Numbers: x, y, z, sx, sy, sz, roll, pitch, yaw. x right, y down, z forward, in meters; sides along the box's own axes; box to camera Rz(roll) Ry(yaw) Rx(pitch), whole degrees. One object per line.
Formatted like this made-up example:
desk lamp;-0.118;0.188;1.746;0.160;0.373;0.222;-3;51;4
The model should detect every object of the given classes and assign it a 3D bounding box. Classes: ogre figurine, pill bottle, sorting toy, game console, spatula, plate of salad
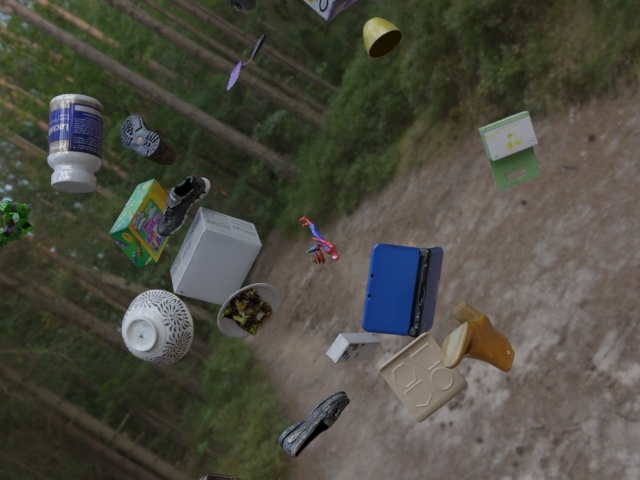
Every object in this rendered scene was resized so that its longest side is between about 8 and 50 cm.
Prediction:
ogre figurine;-0.978;-0.047;2.159;0.118;0.097;0.197;-23;-51;-58
pill bottle;-0.720;-0.281;2.012;0.153;0.153;0.264;131;137;-72
sorting toy;0.310;0.413;2.072;0.193;0.208;0.038;-38;-5;0
game console;0.276;0.157;2.258;0.250;0.173;0.293;-5;-76;-64
sorting toy;-0.014;0.047;2.131;0.042;0.061;0.102;-27;9;1
spatula;-0.244;-0.603;2.284;0.084;0.030;0.296;-35;21;48
plate of salad;-0.198;0.206;1.949;0.200;0.200;0.048;-57;46;19

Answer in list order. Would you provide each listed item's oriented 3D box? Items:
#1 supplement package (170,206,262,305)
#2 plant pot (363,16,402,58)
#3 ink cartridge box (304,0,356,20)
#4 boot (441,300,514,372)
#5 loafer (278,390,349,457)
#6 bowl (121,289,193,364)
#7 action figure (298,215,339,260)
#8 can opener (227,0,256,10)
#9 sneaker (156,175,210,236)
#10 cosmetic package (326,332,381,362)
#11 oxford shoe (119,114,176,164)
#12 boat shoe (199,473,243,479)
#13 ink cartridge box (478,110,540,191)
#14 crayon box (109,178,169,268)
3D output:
supplement package;-0.348;0.058;2.264;0.261;0.204;0.145;-60;29;22
plant pot;0.199;-0.705;2.344;0.134;0.095;0.134;-28;-18;-10
ink cartridge box;-0.005;-0.741;1.684;0.151;0.395;0.270;-42;-8;-26
boot;0.462;0.315;1.958;0.104;0.211;0.295;-46;8;34
loafer;-0.005;0.590;2.175;0.267;0.084;0.096;-35;-47;-15
bowl;-0.368;0.196;1.481;0.170;0.170;0.080;-57;-10;13
action figure;0.000;0.000;1.347;0.030;0.115;0.038;-40;-30;-10
can opener;-0.283;-0.814;2.068;0.283;0.095;0.076;51;-122;-52
sneaker;-0.453;-0.117;2.163;0.234;0.078;0.106;-50;-25;3
cosmetic package;0.130;0.403;2.575;0.239;0.060;0.099;9;-60;-54
oxford shoe;-0.432;-0.243;1.710;0.083;0.227;0.096;-51;-41;4
boat shoe;-0.214;0.651;1.777;0.073;0.207;0.073;-39;34;34
ink cartridge box;0.659;-0.304;2.348;0.171;0.235;0.056;-21;10;-3
crayon box;-0.589;-0.061;2.321;0.081;0.165;0.278;-17;34;23
